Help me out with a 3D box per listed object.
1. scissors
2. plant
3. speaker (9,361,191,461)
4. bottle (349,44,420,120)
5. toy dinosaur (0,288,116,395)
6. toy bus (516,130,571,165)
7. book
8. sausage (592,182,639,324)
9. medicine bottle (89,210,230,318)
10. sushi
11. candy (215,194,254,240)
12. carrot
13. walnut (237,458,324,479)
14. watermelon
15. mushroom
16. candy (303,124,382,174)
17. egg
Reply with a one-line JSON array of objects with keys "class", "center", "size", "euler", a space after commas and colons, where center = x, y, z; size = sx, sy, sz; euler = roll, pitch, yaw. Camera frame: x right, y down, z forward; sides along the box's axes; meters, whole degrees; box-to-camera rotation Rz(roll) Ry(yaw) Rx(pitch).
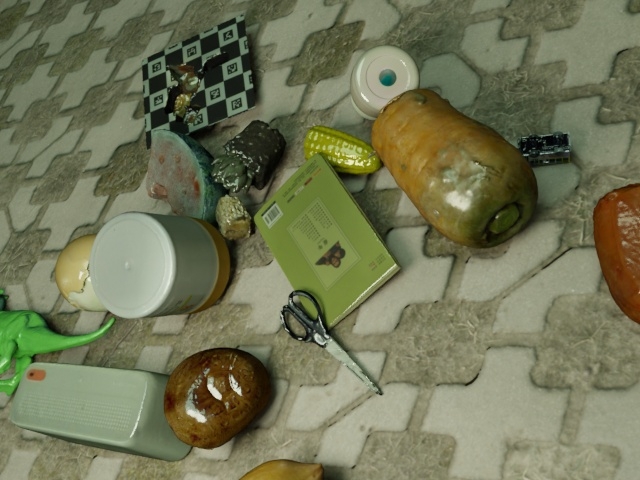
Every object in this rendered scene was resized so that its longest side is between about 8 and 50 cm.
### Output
[{"class": "scissors", "center": [0.021, 0.222, 1.294], "size": [0.300, 0.022, 0.109], "euler": [42, 116, 30]}, {"class": "plant", "center": [-0.179, -0.196, 1.534], "size": [0.129, 0.132, 0.194], "euler": [34, 70, 9]}, {"class": "speaker", "center": [-0.488, 0.374, 1.392], "size": [0.406, 0.184, 0.183], "euler": [-1, 67, 26]}, {"class": "bottle", "center": [0.133, -0.345, 1.414], "size": [0.147, 0.236, 0.148], "euler": [0, 91, -4]}, {"class": "toy dinosaur", "center": [-0.760, 0.213, 1.679], "size": [0.499, 0.144, 0.375], "euler": [-24, 42, 4]}, {"class": "toy bus", "center": [0.457, -0.186, 1.262], "size": [0.102, 0.058, 0.052], "euler": [-4, 64, 20]}, {"class": "book", "center": [0.000, 0.000, 1.381], "size": [0.239, 0.035, 0.352], "euler": [-43, 60, 18]}, {"class": "sausage", "center": [0.560, 0.025, 1.056], "size": [0.153, 0.141, 0.268], "euler": [-14, 59, 21]}, {"class": "medicine bottle", "center": [-0.365, 0.057, 1.418], "size": [0.237, 0.232, 0.238], "euler": [-1, 87, 24]}, {"class": "sushi", "center": [-0.347, -0.445, 1.793], "size": [0.359, 0.064, 0.343], "euler": [-18, 63, 17]}, {"class": "candy", "center": [-0.214, -0.052, 1.512], "size": [0.085, 0.095, 0.110], "euler": [-8, 54, -26]}, {"class": "carrot", "center": [0.268, -0.144, 1.246], "size": [0.224, 0.224, 0.341], "euler": [-40, 50, 4]}, {"class": "walnut", "center": [-0.098, 0.521, 1.120], "size": [0.298, 0.203, 0.203], "euler": [-42, 55, -1]}, {"class": "watermelon", "center": [-0.347, -0.147, 1.632], "size": [0.226, 0.148, 0.318], "euler": [-38, 68, 27]}, {"class": "mushroom", "center": [-0.213, 0.310, 1.272], "size": [0.194, 0.138, 0.231], "euler": [42, 55, 1]}, {"class": "candy", "center": [0.057, -0.206, 1.453], "size": [0.198, 0.094, 0.106], "euler": [20, 81, 30]}, {"class": "egg", "center": [-0.569, 0.078, 1.568], "size": [0.244, 0.201, 0.201], "euler": [23, 78, 45]}]
